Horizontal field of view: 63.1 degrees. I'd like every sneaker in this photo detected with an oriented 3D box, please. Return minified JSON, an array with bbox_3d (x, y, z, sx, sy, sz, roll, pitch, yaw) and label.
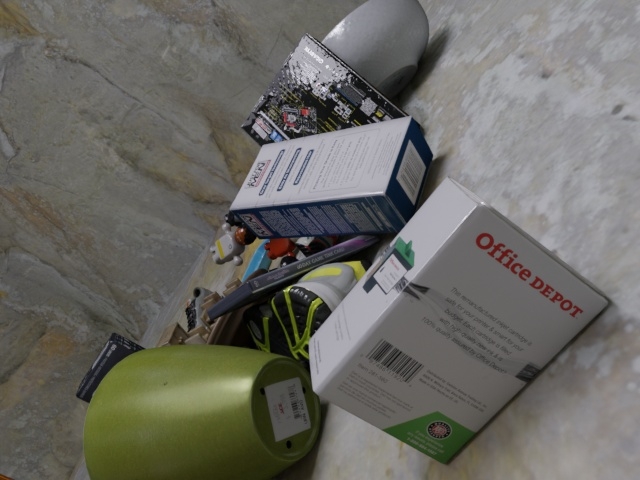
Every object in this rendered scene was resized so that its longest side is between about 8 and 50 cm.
[{"bbox_3d":[-0.020,0.135,0.874,0.147,0.145,0.384,-29,-1,-28],"label":"sneaker"},{"bbox_3d":[0.000,0.000,1.160,0.075,0.057,0.161,-44,11,-18],"label":"sneaker"},{"bbox_3d":[-0.408,0.258,1.723,0.100,0.108,0.271,-46,21,26],"label":"sneaker"}]

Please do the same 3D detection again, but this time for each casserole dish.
[{"bbox_3d":[-0.181,0.074,1.543,0.114,0.037,0.188,-38,24,48],"label":"casserole dish"}]

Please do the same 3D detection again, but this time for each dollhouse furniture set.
[{"bbox_3d":[-0.271,0.257,1.349,0.242,0.161,0.212,-30,20,12],"label":"dollhouse furniture set"}]

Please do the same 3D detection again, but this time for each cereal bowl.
[{"bbox_3d":[0.134,-0.431,1.286,0.339,0.141,0.339,-33,-10,-7],"label":"cereal bowl"}]

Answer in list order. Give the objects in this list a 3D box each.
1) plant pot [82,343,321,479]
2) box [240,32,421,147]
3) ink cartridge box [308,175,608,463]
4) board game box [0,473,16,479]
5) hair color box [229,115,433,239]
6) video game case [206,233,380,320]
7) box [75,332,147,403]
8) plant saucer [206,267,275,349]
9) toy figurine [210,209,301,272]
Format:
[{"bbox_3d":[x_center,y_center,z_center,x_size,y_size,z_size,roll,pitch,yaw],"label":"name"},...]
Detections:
[{"bbox_3d":[-0.152,0.267,0.782,0.293,0.275,0.275,-24,34,35],"label":"plant pot"},{"bbox_3d":[0.013,-0.246,1.127,0.257,0.322,0.079,-52,-20,20],"label":"box"},{"bbox_3d":[0.117,0.076,0.484,0.219,0.160,0.092,-51,17,15],"label":"ink cartridge box"},{"bbox_3d":[-0.391,0.554,0.690,0.356,0.356,0.357,-33,29,54],"label":"board game box"},{"bbox_3d":[0.014,-0.104,0.957,0.347,0.105,0.174,-2,54,38],"label":"hair color box"},{"bbox_3d":[-0.047,0.061,0.921,0.274,0.026,0.196,-20,-8,-35],"label":"video game case"},{"bbox_3d":[-0.484,0.390,1.402,0.165,0.270,0.143,-60,17,-10],"label":"box"},{"bbox_3d":[-0.166,0.191,1.100,0.278,0.041,0.278,-62,-10,-19],"label":"plant saucer"},{"bbox_3d":[-0.138,0.001,1.257,0.148,0.209,0.213,-31,26,34],"label":"toy figurine"}]
